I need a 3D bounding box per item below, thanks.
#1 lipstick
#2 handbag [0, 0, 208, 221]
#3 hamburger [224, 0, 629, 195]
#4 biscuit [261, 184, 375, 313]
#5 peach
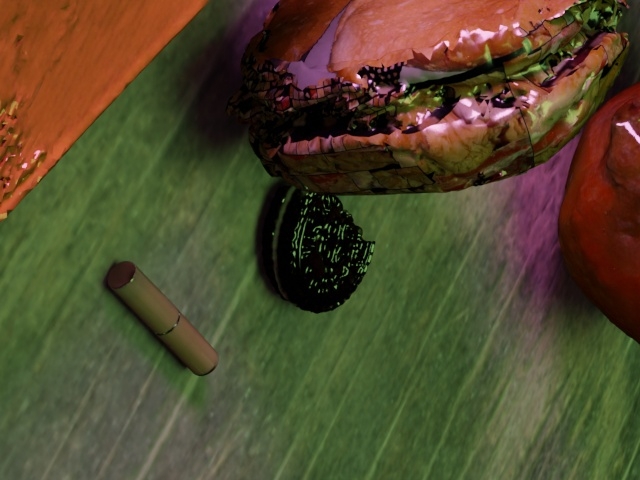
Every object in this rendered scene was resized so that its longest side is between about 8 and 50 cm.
[{"bbox_3d":[-0.083,0.042,0.997,0.019,0.019,0.094,-62,142,-21],"label":"lipstick"},{"bbox_3d":[-0.133,-0.191,0.730,0.410,0.116,0.303,-50,145,-31],"label":"handbag"},{"bbox_3d":[0.066,-0.100,0.994,0.231,0.231,0.107,-39,125,-41],"label":"hamburger"},{"bbox_3d":[0.000,0.000,1.091,0.089,0.027,0.087,-29,124,-46],"label":"biscuit"},{"bbox_3d":[0.275,-0.024,1.297,0.256,0.232,0.232,44,64,-46],"label":"peach"}]
